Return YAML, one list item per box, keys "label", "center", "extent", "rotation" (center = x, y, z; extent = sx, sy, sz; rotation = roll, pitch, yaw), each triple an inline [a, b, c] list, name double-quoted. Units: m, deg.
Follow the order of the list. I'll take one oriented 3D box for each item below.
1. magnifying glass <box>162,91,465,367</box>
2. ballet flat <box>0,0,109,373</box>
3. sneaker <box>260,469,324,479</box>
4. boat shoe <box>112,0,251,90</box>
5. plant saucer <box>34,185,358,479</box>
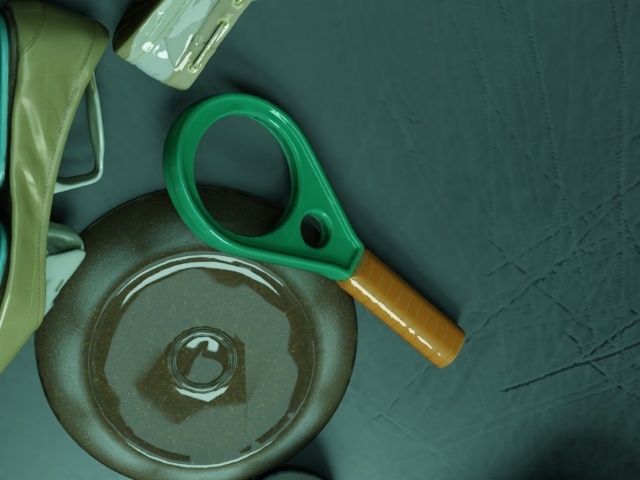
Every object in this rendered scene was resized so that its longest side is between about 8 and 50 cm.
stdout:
- label: "magnifying glass"
  center: [0.000, 0.000, 1.088]
  extent: [0.231, 0.026, 0.092]
  rotation: [39, 62, -23]
- label: "ballet flat"
  center: [-0.162, -0.020, 1.048]
  extent: [0.073, 0.080, 0.232]
  rotation: [3, 109, -25]
- label: "sneaker"
  center: [-0.041, 0.262, 1.143]
  extent: [0.087, 0.092, 0.228]
  rotation: [12, 106, -13]
- label: "boat shoe"
  center: [-0.044, -0.156, 1.032]
  extent: [0.059, 0.063, 0.170]
  rotation: [38, 103, -25]
- label: "plant saucer"
  center: [-0.072, 0.067, 1.108]
  extent: [0.199, 0.036, 0.198]
  rotation: [-3, 108, -8]
